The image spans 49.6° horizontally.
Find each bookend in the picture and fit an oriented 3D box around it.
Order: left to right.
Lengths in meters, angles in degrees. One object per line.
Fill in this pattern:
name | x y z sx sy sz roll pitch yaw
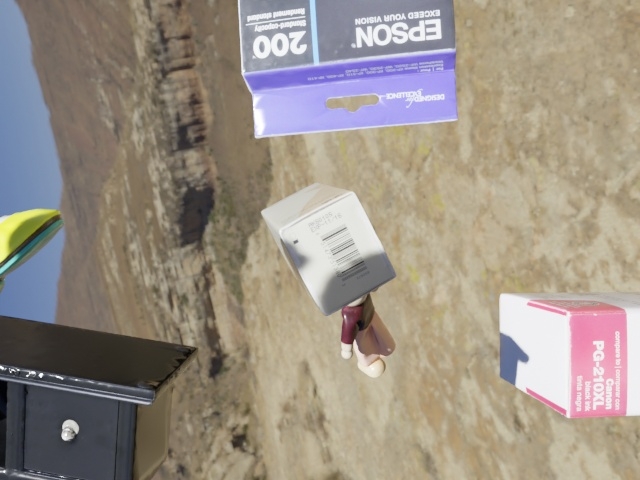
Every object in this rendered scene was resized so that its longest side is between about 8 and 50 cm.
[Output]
bookend | -0.164 0.134 0.407 0.072 0.156 0.157 -51 -31 -77

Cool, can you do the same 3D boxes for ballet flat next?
ballet flat | -0.365 0.024 0.747 0.077 0.231 0.077 45 -150 -6

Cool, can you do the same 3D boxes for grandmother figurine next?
grandmother figurine | 0.099 0.175 1.626 0.342 0.104 0.207 66 -151 -49

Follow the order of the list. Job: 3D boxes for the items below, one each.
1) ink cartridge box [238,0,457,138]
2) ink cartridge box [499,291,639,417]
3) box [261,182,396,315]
ink cartridge box | 0.024 -0.211 0.664 0.045 0.207 0.208 -3 -91 -80
ink cartridge box | 0.322 0.105 0.691 0.172 0.238 0.100 -169 79 -84
box | 0.000 0.000 1.099 0.147 0.121 0.311 62 175 -12
